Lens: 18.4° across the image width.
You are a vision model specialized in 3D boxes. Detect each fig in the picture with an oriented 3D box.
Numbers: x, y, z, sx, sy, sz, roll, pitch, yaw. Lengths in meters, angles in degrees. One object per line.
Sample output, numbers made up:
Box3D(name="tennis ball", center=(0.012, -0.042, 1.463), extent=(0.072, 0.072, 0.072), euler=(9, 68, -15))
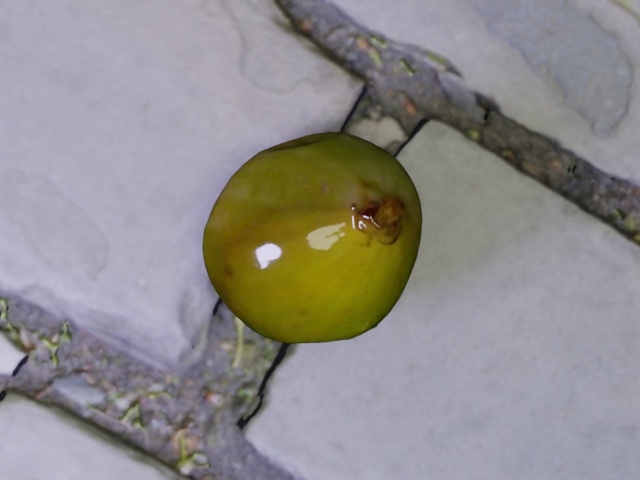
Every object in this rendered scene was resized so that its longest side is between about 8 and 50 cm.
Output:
Box3D(name="fig", center=(-0.003, -0.002, 1.301), extent=(0.136, 0.121, 0.153), euler=(31, 114, -18))
